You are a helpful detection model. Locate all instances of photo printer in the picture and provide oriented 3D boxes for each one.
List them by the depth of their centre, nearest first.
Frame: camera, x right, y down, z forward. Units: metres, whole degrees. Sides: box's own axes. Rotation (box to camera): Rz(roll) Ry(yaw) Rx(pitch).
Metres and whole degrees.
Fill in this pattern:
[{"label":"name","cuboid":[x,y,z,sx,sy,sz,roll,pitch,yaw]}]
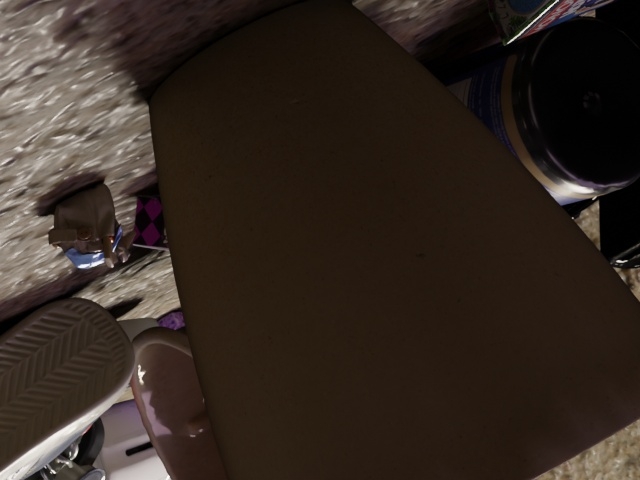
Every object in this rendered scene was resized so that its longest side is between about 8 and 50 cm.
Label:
[{"label":"photo printer","cuboid":[-0.297,0.255,1.843,0.307,0.107,0.256,-18,176,19]}]

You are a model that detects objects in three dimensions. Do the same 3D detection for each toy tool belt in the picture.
[{"label":"toy tool belt","cuboid":[-0.144,0.000,1.068,0.052,0.051,0.083,-27,173,-11]}]

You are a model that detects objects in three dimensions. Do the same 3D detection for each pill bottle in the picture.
[{"label":"pill bottle","cuboid":[0.126,-0.076,1.200,0.123,0.123,0.219,-24,-176,-32]}]

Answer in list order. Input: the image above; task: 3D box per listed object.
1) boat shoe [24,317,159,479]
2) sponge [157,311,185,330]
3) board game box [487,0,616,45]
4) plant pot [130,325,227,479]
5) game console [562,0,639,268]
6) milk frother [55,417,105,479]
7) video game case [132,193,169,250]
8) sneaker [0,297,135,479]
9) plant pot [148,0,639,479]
[{"label":"boat shoe","cuboid":[-0.272,0.172,1.507,0.335,0.119,0.121,-23,171,-32]},{"label":"sponge","cuboid":[-0.207,0.132,1.826,0.210,0.031,0.117,-31,171,21]},{"label":"board game box","cuboid":[0.169,-0.185,0.921,0.194,0.060,0.194,-23,171,-31]},{"label":"plant pot","cuboid":[0.060,0.138,1.408,0.305,0.334,0.334,-33,175,-24]},{"label":"game console","cuboid":[0.211,-0.070,1.315,0.044,0.213,0.361,4,165,-12]},{"label":"milk frother","cuboid":[-0.292,0.208,1.621,0.143,0.134,0.129,-20,138,-64]},{"label":"video game case","cuboid":[0.000,0.000,1.218,0.210,0.042,0.232,7,180,12]},{"label":"sneaker","cuboid":[-0.308,0.171,1.323,0.350,0.131,0.148,-24,167,-31]},{"label":"plant pot","cuboid":[0.022,0.017,0.922,0.256,0.274,0.256,-29,173,-4]}]
